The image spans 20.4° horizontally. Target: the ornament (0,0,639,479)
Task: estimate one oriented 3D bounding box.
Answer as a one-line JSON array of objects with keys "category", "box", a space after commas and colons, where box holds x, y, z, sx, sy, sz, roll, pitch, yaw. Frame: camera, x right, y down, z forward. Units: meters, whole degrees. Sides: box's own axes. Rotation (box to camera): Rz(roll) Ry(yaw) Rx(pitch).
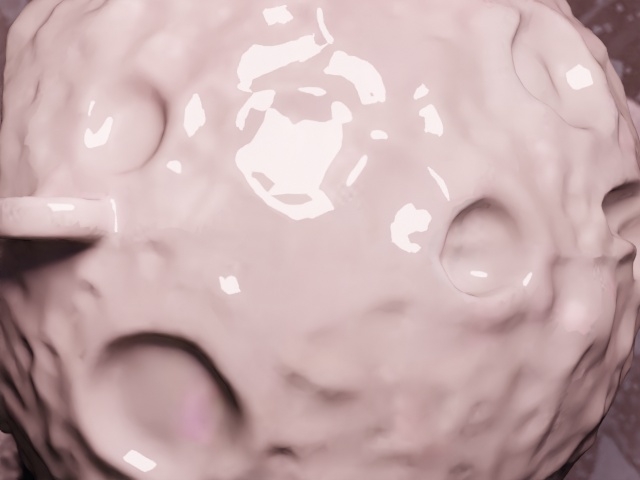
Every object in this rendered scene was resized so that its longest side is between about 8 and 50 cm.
[{"category": "ornament", "box": [0.000, 0.000, 0.834, 0.337, 0.337, 0.337, 4, 71, -11]}]
